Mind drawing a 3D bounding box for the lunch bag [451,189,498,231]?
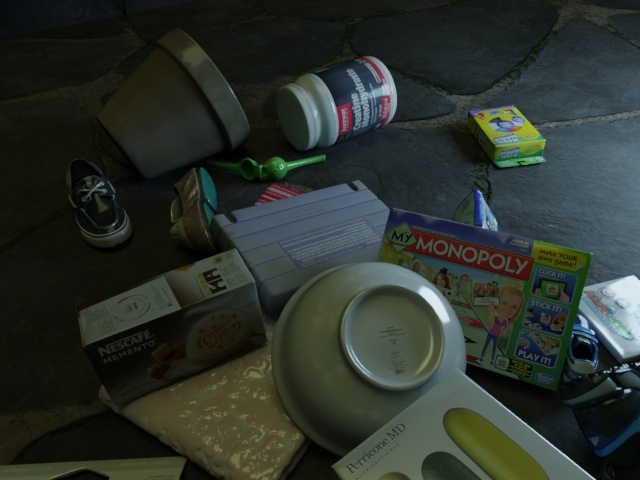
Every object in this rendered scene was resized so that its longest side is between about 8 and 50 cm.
[{"bbox_3d":[0.278,0.002,0.999,0.096,0.151,0.129,3,40,10],"label":"lunch bag"}]

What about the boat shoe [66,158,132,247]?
[{"bbox_3d":[-0.510,-0.095,1.234,0.108,0.102,0.301,-22,42,-19],"label":"boat shoe"}]

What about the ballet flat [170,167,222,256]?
[{"bbox_3d":[-0.267,-0.044,1.170,0.106,0.107,0.316,-28,36,3],"label":"ballet flat"}]

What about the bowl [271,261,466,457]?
[{"bbox_3d":[0.083,0.147,0.762,0.298,0.134,0.298,4,65,-8],"label":"bowl"}]

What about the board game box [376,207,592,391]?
[{"bbox_3d":[0.239,0.085,0.880,0.317,0.213,0.046,15,1,22],"label":"board game box"}]

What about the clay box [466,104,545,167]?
[{"bbox_3d":[0.469,-0.265,1.378,0.127,0.053,0.222,-8,39,-4],"label":"clay box"}]

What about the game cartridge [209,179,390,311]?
[{"bbox_3d":[0.000,0.000,1.039,0.355,0.068,0.230,-17,53,-33],"label":"game cartridge"}]

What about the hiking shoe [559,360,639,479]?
[{"bbox_3d":[0.482,0.231,0.766,0.304,0.113,0.132,-9,70,-15],"label":"hiking shoe"}]

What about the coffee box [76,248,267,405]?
[{"bbox_3d":[-0.219,0.127,0.830,0.246,0.141,0.098,-20,40,-18],"label":"coffee box"}]

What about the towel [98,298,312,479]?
[{"bbox_3d":[-0.127,0.205,0.875,0.332,0.053,0.317,19,45,27],"label":"towel"}]

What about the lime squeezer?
[{"bbox_3d":[-0.145,-0.189,1.348,0.310,0.059,0.110,-3,40,4],"label":"lime squeezer"}]

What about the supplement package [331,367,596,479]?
[{"bbox_3d":[0.171,0.326,0.583,0.199,0.198,0.262,-29,45,-26],"label":"supplement package"}]

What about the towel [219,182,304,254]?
[{"bbox_3d":[-0.066,-0.005,1.101,0.199,0.031,0.275,22,44,6],"label":"towel"}]

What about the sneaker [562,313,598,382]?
[{"bbox_3d":[0.412,0.163,0.863,0.053,0.059,0.144,5,40,15],"label":"sneaker"}]

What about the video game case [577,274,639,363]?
[{"bbox_3d":[0.520,0.129,0.925,0.143,0.019,0.157,-12,40,-9],"label":"video game case"}]

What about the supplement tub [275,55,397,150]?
[{"bbox_3d":[0.042,-0.354,1.420,0.272,0.191,0.191,-24,43,-22],"label":"supplement tub"}]

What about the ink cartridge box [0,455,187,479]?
[{"bbox_3d":[-0.333,0.382,0.674,0.296,0.066,0.261,-4,14,1],"label":"ink cartridge box"}]

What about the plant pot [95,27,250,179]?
[{"bbox_3d":[-0.378,-0.305,1.350,0.280,0.323,0.323,-39,48,-13],"label":"plant pot"}]
